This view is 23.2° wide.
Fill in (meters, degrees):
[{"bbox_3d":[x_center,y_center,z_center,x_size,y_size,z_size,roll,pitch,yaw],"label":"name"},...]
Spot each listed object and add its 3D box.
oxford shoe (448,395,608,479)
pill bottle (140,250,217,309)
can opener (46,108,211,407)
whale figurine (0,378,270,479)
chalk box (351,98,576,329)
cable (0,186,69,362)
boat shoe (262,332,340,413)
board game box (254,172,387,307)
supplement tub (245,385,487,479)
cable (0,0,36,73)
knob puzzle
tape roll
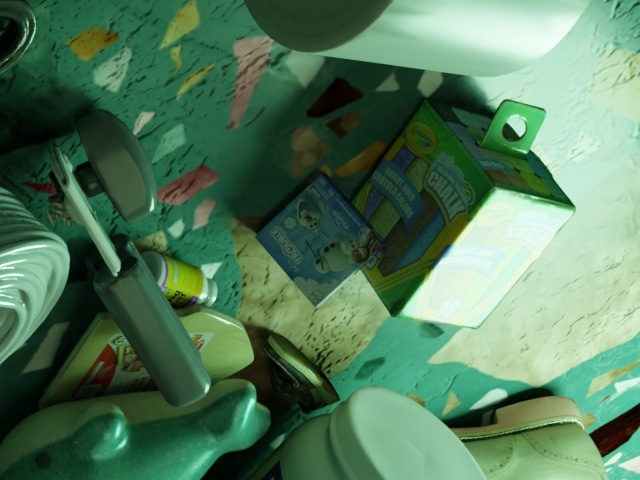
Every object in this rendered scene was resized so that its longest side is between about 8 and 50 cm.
[{"bbox_3d":[0.160,0.309,1.855,0.397,0.146,0.140,-19,143,-12],"label":"oxford shoe"},{"bbox_3d":[-0.134,0.040,1.436,0.043,0.043,0.083,-47,140,19],"label":"pill bottle"},{"bbox_3d":[-0.155,0.024,1.319,0.093,0.074,0.280,-23,125,-3],"label":"can opener"},{"bbox_3d":[-0.176,0.223,1.499,0.272,0.141,0.216,-18,152,0],"label":"whale figurine"},{"bbox_3d":[0.139,-0.038,1.468,0.132,0.132,0.213,10,126,-42],"label":"chalk box"},{"bbox_3d":[-0.321,0.060,1.237,0.257,0.089,0.257,-34,164,-14],"label":"cable"},{"bbox_3d":[-0.026,0.146,1.621,0.049,0.056,0.152,-40,143,1],"label":"boat shoe"},{"bbox_3d":[0.000,0.000,1.451,0.090,0.090,0.020,-44,171,15],"label":"board game box"},{"bbox_3d":[0.007,0.335,1.670,0.235,0.235,0.325,17,123,-45],"label":"supplement tub"},{"bbox_3d":[-0.337,-0.089,1.161,0.139,0.072,0.287,27,102,-42],"label":"cable"},{"bbox_3d":[-0.154,0.107,1.490,0.213,0.030,0.213,-14,151,-8],"label":"knob puzzle"},{"bbox_3d":[0.068,-0.244,1.097,0.169,0.246,0.246,4,130,-37],"label":"tape roll"}]
